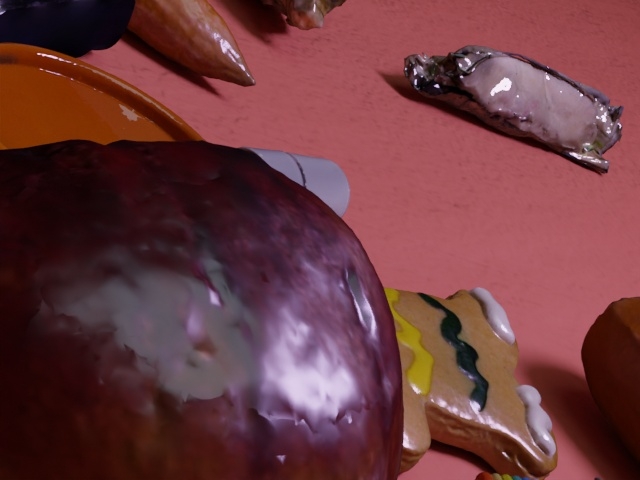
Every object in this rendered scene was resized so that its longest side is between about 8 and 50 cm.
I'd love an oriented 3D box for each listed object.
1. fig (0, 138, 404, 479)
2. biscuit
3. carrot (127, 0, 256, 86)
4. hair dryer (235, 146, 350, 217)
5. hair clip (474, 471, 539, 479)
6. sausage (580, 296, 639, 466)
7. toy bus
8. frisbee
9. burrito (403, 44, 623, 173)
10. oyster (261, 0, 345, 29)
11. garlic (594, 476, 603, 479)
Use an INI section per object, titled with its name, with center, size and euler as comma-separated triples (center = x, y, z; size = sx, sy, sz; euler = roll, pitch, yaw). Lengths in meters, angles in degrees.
[fig]
center = -0.079, 0.067, 0.716
size = 0.224, 0.224, 0.263
euler = 8, 33, -47
[biscuit]
center = 0.035, 0.060, 1.081
size = 0.240, 0.035, 0.158
euler = 15, 36, -39
[carrot]
center = -0.121, -0.174, 1.363
size = 0.205, 0.072, 0.072
euler = 41, 22, 4
[hair dryer]
center = 0.000, 0.000, 1.188
size = 0.082, 0.047, 0.137
euler = 7, 39, -49
[hair clip]
center = 0.170, 0.172, 1.065
size = 0.188, 0.033, 0.060
euler = 25, 26, -20
[sausage]
center = 0.253, 0.135, 1.170
size = 0.105, 0.105, 0.274
euler = 12, 29, -42
[toy bus]
center = -0.189, -0.148, 1.224
size = 0.072, 0.057, 0.172
euler = 31, 20, 20
[frisbee]
center = -0.129, -0.045, 1.112
size = 0.192, 0.035, 0.192
euler = 27, 23, -13
[burrito]
center = 0.165, -0.117, 1.638
size = 0.230, 0.063, 0.058
euler = 20, 53, -33
[oyster]
center = -0.028, -0.274, 1.621
size = 0.110, 0.166, 0.341
euler = 35, 37, -18
[garlic]
center = 0.209, 0.191, 0.968
size = 0.128, 0.090, 0.198
euler = 51, 1, -18
